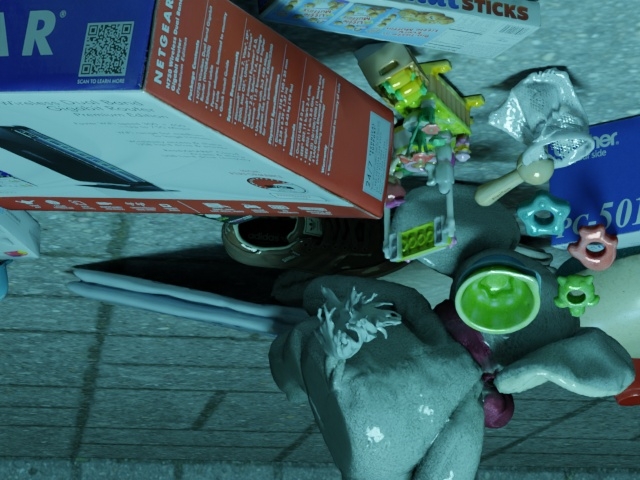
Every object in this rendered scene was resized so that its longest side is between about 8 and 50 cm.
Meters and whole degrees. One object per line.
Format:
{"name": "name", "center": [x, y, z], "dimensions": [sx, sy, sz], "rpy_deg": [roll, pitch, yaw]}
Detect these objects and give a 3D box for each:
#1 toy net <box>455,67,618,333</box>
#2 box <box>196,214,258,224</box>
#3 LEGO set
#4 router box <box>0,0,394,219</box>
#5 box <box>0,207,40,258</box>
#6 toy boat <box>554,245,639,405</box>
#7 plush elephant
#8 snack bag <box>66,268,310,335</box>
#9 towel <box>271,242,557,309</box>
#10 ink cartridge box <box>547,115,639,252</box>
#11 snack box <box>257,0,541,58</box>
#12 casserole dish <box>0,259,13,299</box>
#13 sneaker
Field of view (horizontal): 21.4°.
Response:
{"name": "toy net", "center": [0.176, -0.023, 1.300], "dimensions": [0.122, 0.045, 0.232], "rpy_deg": [8, 129, 2]}
{"name": "box", "center": [-0.084, -0.054, 1.397], "dimensions": [0.052, 0.062, 0.083], "rpy_deg": [-16, 158, 42]}
{"name": "LEGO set", "center": [0.064, -0.056, 1.304], "dimensions": [0.132, 0.107, 0.287], "rpy_deg": [3, 165, -12]}
{"name": "router box", "center": [-0.166, -0.091, 1.131], "dimensions": [0.336, 0.082, 0.301], "rpy_deg": [2, 168, 30]}
{"name": "box", "center": [-0.374, -0.013, 1.595], "dimensions": [0.186, 0.038, 0.145], "rpy_deg": [-1, 165, 7]}
{"name": "toy boat", "center": [0.340, 0.054, 1.705], "dimensions": [0.268, 0.148, 0.318], "rpy_deg": [-3, 158, -9]}
{"name": "plush elephant", "center": [0.116, 0.104, 1.495], "dimensions": [0.255, 0.271, 0.330], "rpy_deg": [-18, 150, -14]}
{"name": "snack bag", "center": [-0.049, 0.088, 1.843], "dimensions": [0.323, 0.037, 0.343], "rpy_deg": [7, 174, 42]}
{"name": "towel", "center": [0.096, 0.037, 1.773], "dimensions": [0.187, 0.049, 0.282], "rpy_deg": [12, 162, -33]}
{"name": "ink cartridge box", "center": [0.281, -0.052, 1.340], "dimensions": [0.207, 0.097, 0.046], "rpy_deg": [-11, 161, 35]}
{"name": "snack box", "center": [0.052, -0.151, 1.112], "dimensions": [0.178, 0.022, 0.064], "rpy_deg": [7, 164, -24]}
{"name": "casserole dish", "center": [-0.400, 0.072, 1.752], "dimensions": [0.188, 0.037, 0.114], "rpy_deg": [-25, -174, -17]}
{"name": "sneaker", "center": [0.000, 0.000, 1.590], "dimensions": [0.188, 0.066, 0.071], "rpy_deg": [-1, 166, 2]}
